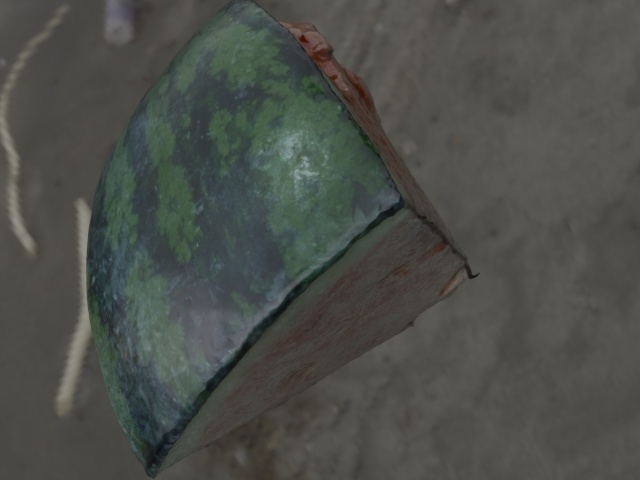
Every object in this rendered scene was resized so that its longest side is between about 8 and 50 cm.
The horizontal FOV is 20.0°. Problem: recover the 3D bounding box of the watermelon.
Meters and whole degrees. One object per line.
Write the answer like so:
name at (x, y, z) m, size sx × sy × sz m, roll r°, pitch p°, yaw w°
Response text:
watermelon at (-0.042, 0.006, 1.241) m, size 0.250 × 0.292 × 0.283 m, roll -25°, pitch 49°, yaw 8°
